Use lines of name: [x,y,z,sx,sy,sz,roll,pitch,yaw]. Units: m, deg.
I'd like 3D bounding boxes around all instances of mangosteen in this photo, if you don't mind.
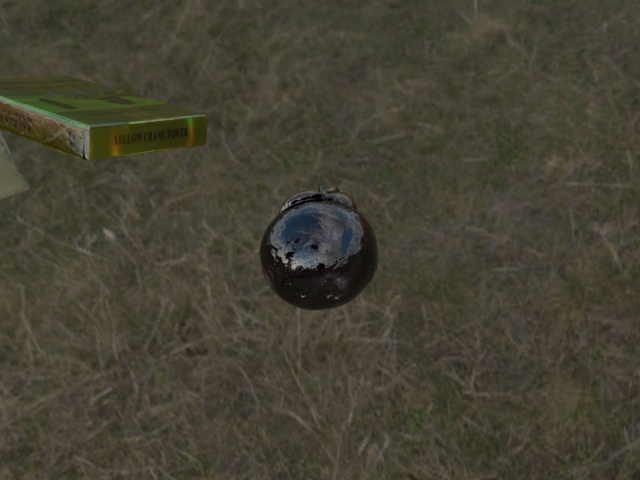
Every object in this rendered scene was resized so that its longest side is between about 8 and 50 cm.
mangosteen: [0.000,0.000,1.645,0.211,0.211,0.250,-3,49,10]

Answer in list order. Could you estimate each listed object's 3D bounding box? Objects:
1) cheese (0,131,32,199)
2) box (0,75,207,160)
cheese: [-0.497,-0.211,1.229,0.085,0.400,0.034,-16,39,-1]
box: [-0.203,-0.107,0.781,0.193,0.030,0.121,21,23,36]
